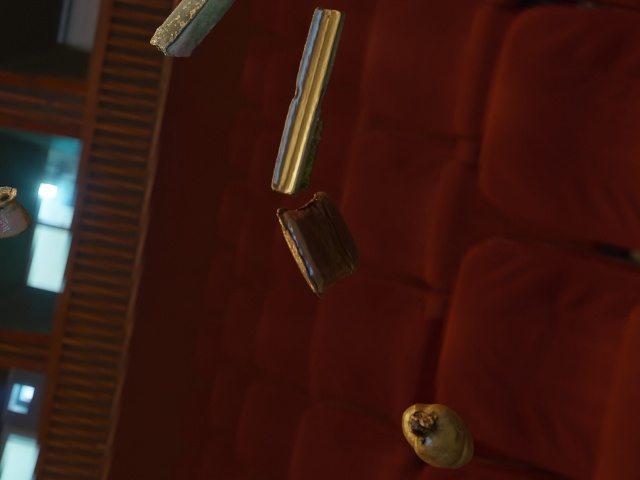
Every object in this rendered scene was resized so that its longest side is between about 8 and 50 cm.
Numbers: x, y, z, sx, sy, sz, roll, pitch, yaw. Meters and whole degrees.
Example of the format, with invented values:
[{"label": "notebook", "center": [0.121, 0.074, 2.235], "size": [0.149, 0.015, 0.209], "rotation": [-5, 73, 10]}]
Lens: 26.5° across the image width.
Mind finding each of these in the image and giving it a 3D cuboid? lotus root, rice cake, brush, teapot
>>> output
[{"label": "lotus root", "center": [0.130, 0.214, 1.504], "size": [0.152, 0.063, 0.072], "rotation": [39, -159, -58]}, {"label": "rice cake", "center": [-0.096, -0.275, 1.400], "size": [0.211, 0.034, 0.043], "rotation": [-51, -28, 5]}, {"label": "brush", "center": [-0.013, -0.204, 2.017], "size": [0.048, 0.054, 0.282], "rotation": [6, -81, -58]}, {"label": "teapot", "center": [-0.477, -0.039, 2.027], "size": [0.083, 0.064, 0.064], "rotation": [-40, -46, -38]}]

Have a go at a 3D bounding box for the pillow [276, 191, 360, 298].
[{"label": "pillow", "center": [0.002, 0.002, 1.908], "size": [0.135, 0.034, 0.211], "rotation": [63, -159, 0]}]
